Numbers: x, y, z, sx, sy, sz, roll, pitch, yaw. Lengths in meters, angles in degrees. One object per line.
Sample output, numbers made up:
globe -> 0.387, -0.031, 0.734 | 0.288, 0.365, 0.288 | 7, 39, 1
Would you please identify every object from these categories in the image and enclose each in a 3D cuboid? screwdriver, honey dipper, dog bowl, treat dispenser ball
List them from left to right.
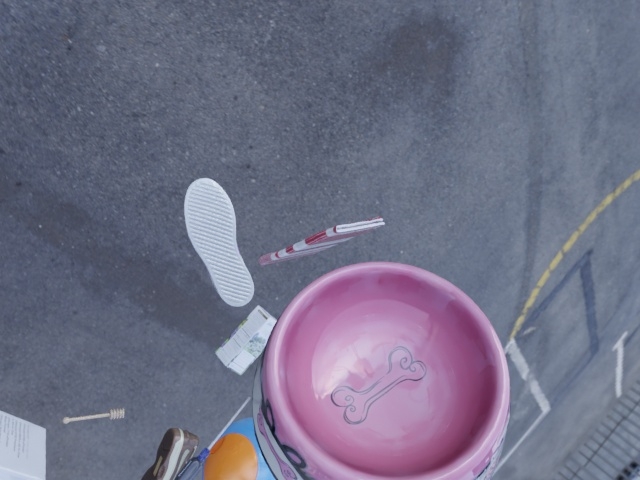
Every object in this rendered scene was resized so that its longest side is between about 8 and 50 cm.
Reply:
honey dipper -> -0.656, 0.512, 1.401 | 0.161, 0.030, 0.030 | 2, 117, -32
screwdriver -> -0.163, 0.309, 0.743 | 0.170, 0.024, 0.025 | -48, 178, -24
treat dispenser ball -> -0.197, 0.668, 1.410 | 0.288, 0.288, 0.287 | -23, 131, -28
dog bowl -> 0.092, 0.208, 0.732 | 0.408, 0.408, 0.150 | -31, 150, -21

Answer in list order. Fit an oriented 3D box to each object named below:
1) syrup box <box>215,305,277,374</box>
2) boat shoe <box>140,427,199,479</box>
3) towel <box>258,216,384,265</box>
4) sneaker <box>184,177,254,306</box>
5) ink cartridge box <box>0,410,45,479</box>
syrup box -> -0.261, 0.366, 1.781 | 0.237, 0.096, 0.093 | -48, 133, -8
boat shoe -> -0.393, 0.614, 1.251 | 0.095, 0.095, 0.257 | 26, 94, -36
towel -> 0.000, 0.000, 1.442 | 0.237, 0.329, 0.037 | -12, 82, -48
sneaker -> -0.231, -0.002, 1.066 | 0.102, 0.161, 0.281 | -15, 104, -11
ink cartridge box -> -0.650, 0.368, 0.775 | 0.223, 0.129, 0.307 | -41, 131, -1
